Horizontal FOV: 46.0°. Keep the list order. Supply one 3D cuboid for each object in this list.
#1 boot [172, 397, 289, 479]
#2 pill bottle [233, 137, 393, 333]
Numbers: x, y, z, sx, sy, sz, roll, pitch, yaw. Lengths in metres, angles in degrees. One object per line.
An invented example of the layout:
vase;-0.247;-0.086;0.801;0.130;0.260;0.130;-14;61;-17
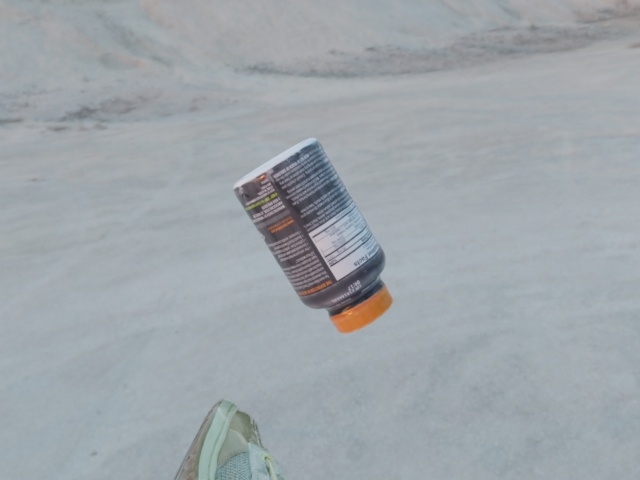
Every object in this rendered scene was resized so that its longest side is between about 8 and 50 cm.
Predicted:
boot;0.000;0.162;0.377;0.165;0.077;0.213;23;7;-8
pill bottle;0.000;0.000;0.994;0.130;0.246;0.130;-30;9;5
